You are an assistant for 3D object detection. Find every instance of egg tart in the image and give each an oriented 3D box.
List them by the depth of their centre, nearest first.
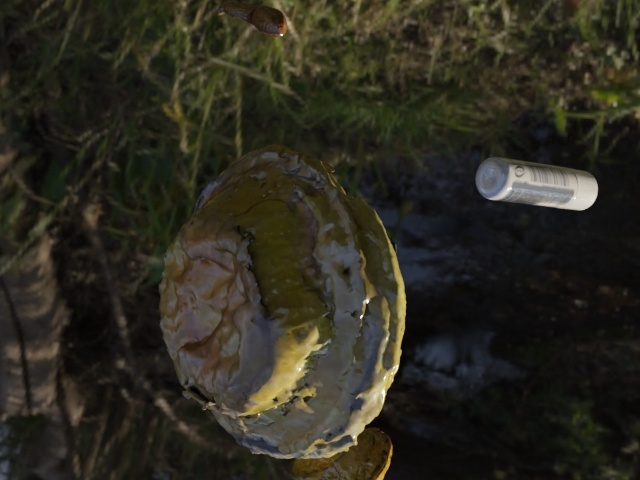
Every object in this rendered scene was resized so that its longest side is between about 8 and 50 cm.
[{"bbox_3d":[-0.068,0.071,1.093,0.150,0.351,0.352,-2,170,-43],"label":"egg tart"},{"bbox_3d":[0.022,0.333,1.546,0.191,0.191,0.074,-17,117,46],"label":"egg tart"}]

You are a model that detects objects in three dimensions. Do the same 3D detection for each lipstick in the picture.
[{"bbox_3d":[0.199,-0.051,0.958,0.141,0.040,0.040,4,166,-43],"label":"lipstick"}]

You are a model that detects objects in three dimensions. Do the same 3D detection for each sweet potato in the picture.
[{"bbox_3d":[-0.121,-0.411,1.918,0.050,0.050,0.214,37,177,-41],"label":"sweet potato"}]

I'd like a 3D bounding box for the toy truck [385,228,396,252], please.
[{"bbox_3d":[0.000,0.000,1.783,0.259,0.121,0.088,14,169,-20],"label":"toy truck"}]
